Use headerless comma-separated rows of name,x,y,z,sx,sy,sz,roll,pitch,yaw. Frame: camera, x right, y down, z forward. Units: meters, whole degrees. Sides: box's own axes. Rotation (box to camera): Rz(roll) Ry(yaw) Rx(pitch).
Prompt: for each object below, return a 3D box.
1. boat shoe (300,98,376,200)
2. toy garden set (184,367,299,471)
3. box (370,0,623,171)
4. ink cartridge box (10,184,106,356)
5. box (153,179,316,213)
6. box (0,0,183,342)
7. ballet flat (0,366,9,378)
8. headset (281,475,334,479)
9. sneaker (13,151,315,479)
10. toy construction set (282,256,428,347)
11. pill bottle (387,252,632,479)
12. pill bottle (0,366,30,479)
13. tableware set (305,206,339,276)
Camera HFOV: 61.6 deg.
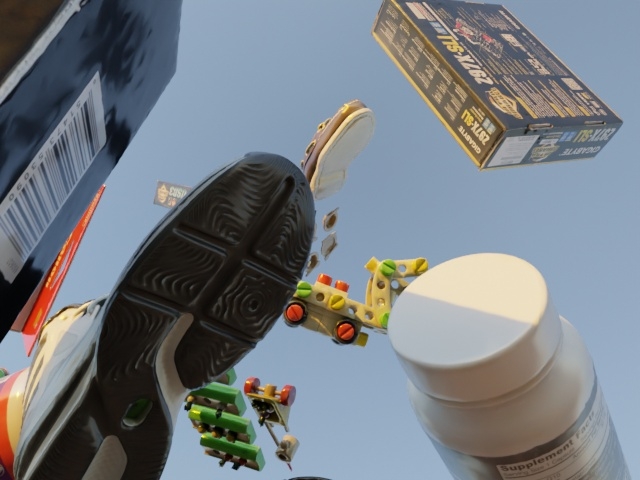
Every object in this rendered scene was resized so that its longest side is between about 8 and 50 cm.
boat shoe,0.025,-0.203,1.163,0.116,0.324,0.097,-19,-108,-21
toy garden set,-0.121,0.273,0.789,0.203,0.049,0.244,6,-53,24
box,0.263,-0.252,0.823,0.322,0.257,0.079,61,-33,29
ink cartridge box,-0.476,0.015,0.922,0.066,0.261,0.296,25,-94,-31
box,-0.213,-0.081,1.324,0.295,0.293,0.073,14,-84,48
box,-0.422,-0.160,0.412,0.471,0.480,0.297,27,-25,-8
ballet flat,-0.779,0.396,1.226,0.076,0.079,0.222,21,-111,19
headset,-0.089,0.447,0.640,0.394,0.243,0.185,-14,-37,-10
sneaker,-0.206,0.070,0.589,0.169,0.257,0.448,33,-88,-41
toy construction set,0.033,0.091,1.065,0.327,0.151,0.215,17,-105,14
pill bottle,0.228,0.204,0.637,0.204,0.204,0.361,-20,-62,19
pill bottle,-0.486,0.305,0.748,0.322,0.181,0.182,-22,-77,3
tableware set,0.000,0.000,1.295,0.020,0.141,0.169,27,-40,29
